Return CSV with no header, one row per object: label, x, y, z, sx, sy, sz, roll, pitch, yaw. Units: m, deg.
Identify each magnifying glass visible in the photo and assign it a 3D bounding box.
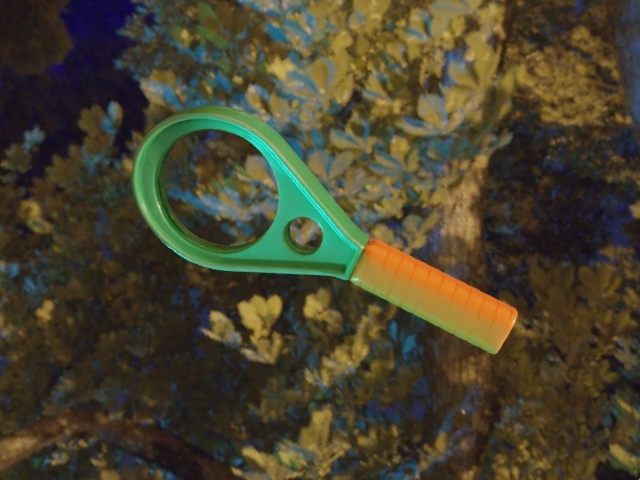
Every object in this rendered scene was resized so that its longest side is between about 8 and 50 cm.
magnifying glass,0.000,0.000,0.502,0.092,0.231,0.026,-65,178,24

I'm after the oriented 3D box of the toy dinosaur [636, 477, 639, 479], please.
toy dinosaur,0.284,0.263,0.746,0.164,0.218,0.321,12,-104,16
